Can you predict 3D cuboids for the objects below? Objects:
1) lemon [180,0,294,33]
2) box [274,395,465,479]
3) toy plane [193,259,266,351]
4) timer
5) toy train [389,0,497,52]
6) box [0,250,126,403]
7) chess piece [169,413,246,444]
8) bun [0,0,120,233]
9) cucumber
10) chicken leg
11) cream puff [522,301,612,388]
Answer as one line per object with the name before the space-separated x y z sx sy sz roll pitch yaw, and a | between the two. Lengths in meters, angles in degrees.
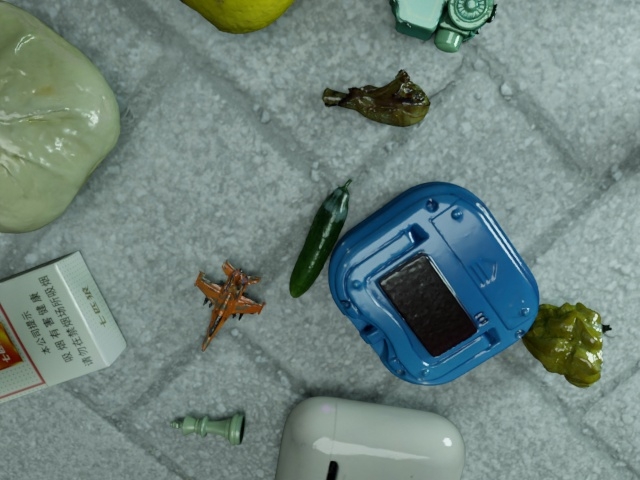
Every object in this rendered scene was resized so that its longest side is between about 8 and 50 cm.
lemon | -0.111 -0.399 0.698 0.180 0.181 0.193 44 71 -10
box | 0.090 0.452 0.929 0.350 0.141 0.288 9 105 -2
toy plane | -0.181 0.126 0.895 0.135 0.062 0.188 26 117 -7
timer | 0.200 0.087 0.853 0.309 0.115 0.340 -35 102 11
toy train | 0.194 -0.402 0.732 0.163 0.112 0.203 19 102 3
box | -0.562 0.176 0.884 0.331 0.095 0.210 -19 103 6
chess piece | -0.226 0.369 0.957 0.149 0.059 0.058 4 104 6
bun | -0.499 -0.184 0.730 0.362 0.213 0.360 1 106 2
cucumber | 0.000 0.000 0.859 0.056 0.056 0.249 22 104 -6
chicken leg | 0.093 -0.238 0.799 0.178 0.070 0.093 5 98 9
cream puff | 0.434 0.188 0.868 0.156 0.121 0.156 25 138 26
